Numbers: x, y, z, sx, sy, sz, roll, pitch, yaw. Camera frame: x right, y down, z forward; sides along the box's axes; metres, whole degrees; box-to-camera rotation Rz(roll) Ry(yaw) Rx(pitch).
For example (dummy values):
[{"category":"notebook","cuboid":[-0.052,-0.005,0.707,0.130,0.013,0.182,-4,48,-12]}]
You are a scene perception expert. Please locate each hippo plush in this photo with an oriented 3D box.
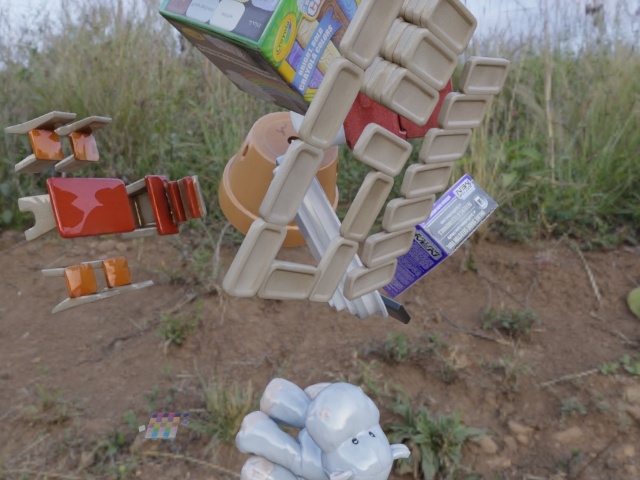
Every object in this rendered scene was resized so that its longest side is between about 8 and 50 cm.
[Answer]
[{"category":"hippo plush","cuboid":[-0.001,0.361,1.013,0.234,0.294,0.236,-12,-14,-27]}]

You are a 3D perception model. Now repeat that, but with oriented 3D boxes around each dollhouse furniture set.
[{"category":"dollhouse furniture set","cuboid":[0.081,-0.319,0.831,0.152,0.374,0.201,-10,15,6]},{"category":"dollhouse furniture set","cuboid":[-0.299,-0.051,0.900,0.135,0.262,0.259,-14,0,21]}]

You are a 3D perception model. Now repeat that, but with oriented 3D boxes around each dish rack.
[{"category":"dish rack","cuboid":[0.000,0.000,1.088,0.072,0.333,0.285,-27,-2,-3]}]

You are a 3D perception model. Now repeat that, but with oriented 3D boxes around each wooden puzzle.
[{"category":"wooden puzzle","cuboid":[-0.259,0.306,1.003,0.083,0.006,0.049,-3,35,4]}]

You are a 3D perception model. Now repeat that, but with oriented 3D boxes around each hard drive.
[{"category":"hard drive","cuboid":[0.140,0.144,1.412,0.135,0.022,0.094,27,-14,32]}]

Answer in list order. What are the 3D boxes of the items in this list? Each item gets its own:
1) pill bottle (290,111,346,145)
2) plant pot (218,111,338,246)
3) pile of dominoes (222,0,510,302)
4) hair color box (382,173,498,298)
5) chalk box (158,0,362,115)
[{"category":"pill bottle","cuboid":[0.050,-0.257,1.201,0.131,0.131,0.229,-2,11,28]},{"category":"plant pot","cuboid":[-0.080,-0.158,1.415,0.291,0.291,0.203,4,-39,-16]},{"category":"pile of dominoes","cuboid":[0.038,-0.066,0.472,0.040,0.251,0.196,36,14,36]},{"category":"hair color box","cuboid":[0.252,0.002,1.431,0.185,0.110,0.339,-41,-5,-25]},{"category":"chalk box","cuboid":[-0.054,-0.233,0.598,0.132,0.132,0.213,27,-3,25]}]
